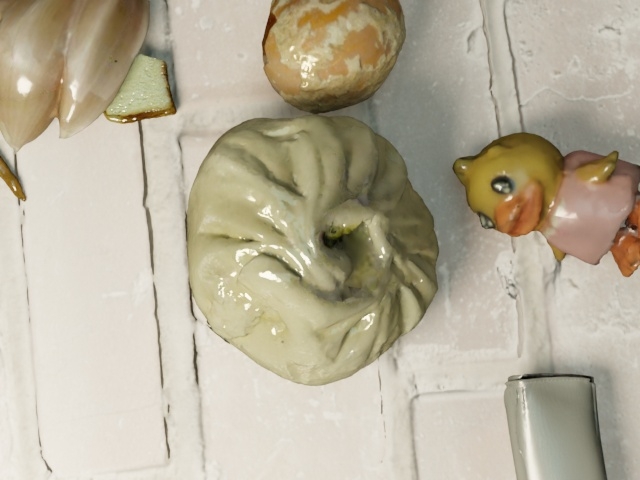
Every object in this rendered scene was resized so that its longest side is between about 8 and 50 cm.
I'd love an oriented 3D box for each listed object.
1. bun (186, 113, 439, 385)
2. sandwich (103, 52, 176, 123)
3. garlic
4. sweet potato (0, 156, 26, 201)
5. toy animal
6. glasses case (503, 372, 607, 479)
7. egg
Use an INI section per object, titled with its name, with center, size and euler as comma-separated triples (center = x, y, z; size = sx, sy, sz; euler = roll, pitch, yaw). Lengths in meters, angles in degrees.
[bun]
center = 0.000, 0.000, 1.435
size = 0.360, 0.211, 0.359
euler = 4, 84, -33
[sandwich]
center = -0.260, -0.211, 1.579
size = 0.105, 0.036, 0.093
euler = -15, 84, -5
[garlic]
center = -0.385, -0.294, 1.534
size = 0.279, 0.132, 0.325
euler = 27, 74, 15
[sweet potato]
center = -0.443, -0.101, 1.553
size = 0.026, 0.026, 0.115
euler = -42, 87, -9
[toy animal]
center = 0.319, -0.064, 1.545
size = 0.281, 0.195, 0.169
euler = 11, 41, -7
[glasses case]
center = 0.330, 0.329, 1.523
size = 0.128, 0.083, 0.308
euler = -7, 82, -11
[egg]
center = 0.017, -0.280, 1.535
size = 0.195, 0.195, 0.233
euler = 25, 63, 0
